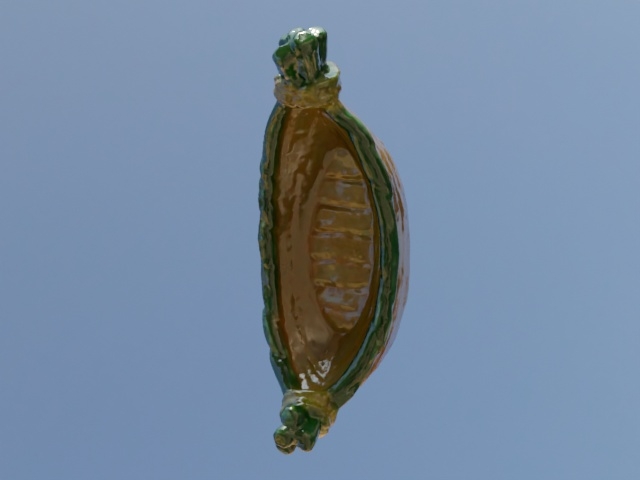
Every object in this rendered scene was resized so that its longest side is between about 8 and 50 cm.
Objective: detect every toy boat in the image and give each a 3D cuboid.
[{"bbox_3d":[0.000,0.000,0.760,0.088,0.089,0.229,-13,-75,-61],"label":"toy boat"}]
